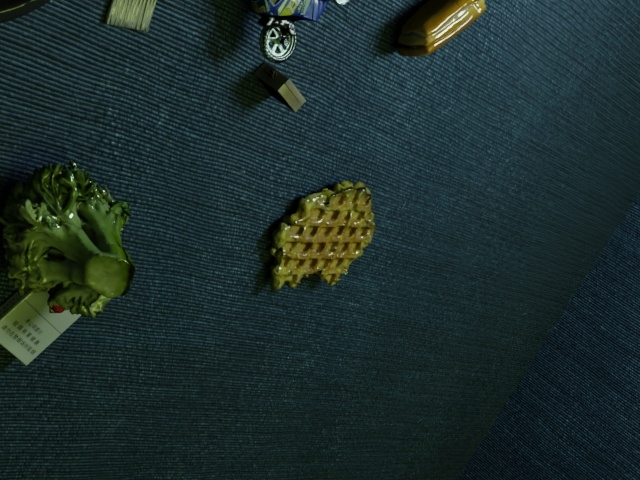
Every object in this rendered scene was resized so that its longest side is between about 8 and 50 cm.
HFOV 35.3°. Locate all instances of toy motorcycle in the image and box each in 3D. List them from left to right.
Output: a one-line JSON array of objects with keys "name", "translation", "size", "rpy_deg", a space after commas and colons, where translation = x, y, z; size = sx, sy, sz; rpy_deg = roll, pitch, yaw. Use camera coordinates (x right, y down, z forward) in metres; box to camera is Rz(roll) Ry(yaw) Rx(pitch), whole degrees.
[{"name": "toy motorcycle", "translation": [-0.037, -0.476, 1.794], "size": [0.169, 0.113, 0.315], "rpy_deg": [37, 81, -44]}]

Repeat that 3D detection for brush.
[{"name": "brush", "translation": [-0.265, -0.488, 1.613], "size": [0.090, 0.017, 0.314], "rpy_deg": [1, 118, -47]}]

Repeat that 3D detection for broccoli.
[{"name": "broccoli", "translation": [-0.412, 0.023, 1.683], "size": [0.248, 0.245, 0.288], "rpy_deg": [-48, 129, 0]}]

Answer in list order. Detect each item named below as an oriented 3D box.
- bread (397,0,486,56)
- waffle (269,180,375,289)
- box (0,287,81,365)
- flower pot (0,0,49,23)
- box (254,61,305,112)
[{"name": "bread", "translation": [0.249, -0.461, 2.113], "size": [0.200, 0.116, 0.077], "rpy_deg": [-40, 123, -19]}, {"name": "waffle", "translation": [0.008, -0.004, 2.277], "size": [0.301, 0.058, 0.281], "rpy_deg": [-24, 135, -31]}, {"name": "box", "translation": [-0.492, 0.109, 1.852], "size": [0.245, 0.035, 0.139], "rpy_deg": [-43, 142, -12]}, {"name": "flower pot", "translation": [-0.468, -0.474, 1.207], "size": [0.379, 0.251, 0.379], "rpy_deg": [-29, 141, -27]}, {"name": "box", "translation": [-0.078, -0.294, 1.921], "size": [0.035, 0.079, 0.083], "rpy_deg": [-48, 143, -4]}]
